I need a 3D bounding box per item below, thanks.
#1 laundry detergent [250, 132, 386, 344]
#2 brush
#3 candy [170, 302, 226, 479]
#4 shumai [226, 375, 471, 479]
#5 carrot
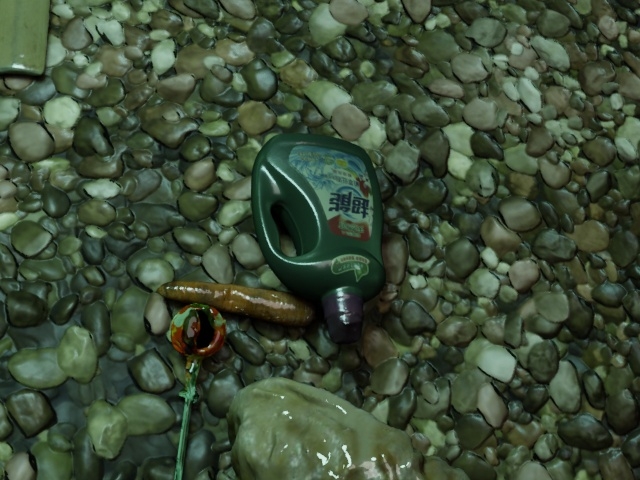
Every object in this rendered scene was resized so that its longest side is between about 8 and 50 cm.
[{"bbox_3d":[0.000,0.000,1.121,0.144,0.078,0.222,9,58,-22],"label":"laundry detergent"},{"bbox_3d":[-0.321,-0.308,1.202,0.054,0.048,0.283,2,68,-11],"label":"brush"},{"bbox_3d":[-0.127,0.151,1.064,0.055,0.049,0.185,7,74,-5],"label":"candy"},{"bbox_3d":[0.009,0.300,0.902,0.314,0.267,0.262,29,60,6],"label":"shumai"},{"bbox_3d":[-0.083,0.060,1.113,0.165,0.036,0.036,11,65,-9],"label":"carrot"}]
